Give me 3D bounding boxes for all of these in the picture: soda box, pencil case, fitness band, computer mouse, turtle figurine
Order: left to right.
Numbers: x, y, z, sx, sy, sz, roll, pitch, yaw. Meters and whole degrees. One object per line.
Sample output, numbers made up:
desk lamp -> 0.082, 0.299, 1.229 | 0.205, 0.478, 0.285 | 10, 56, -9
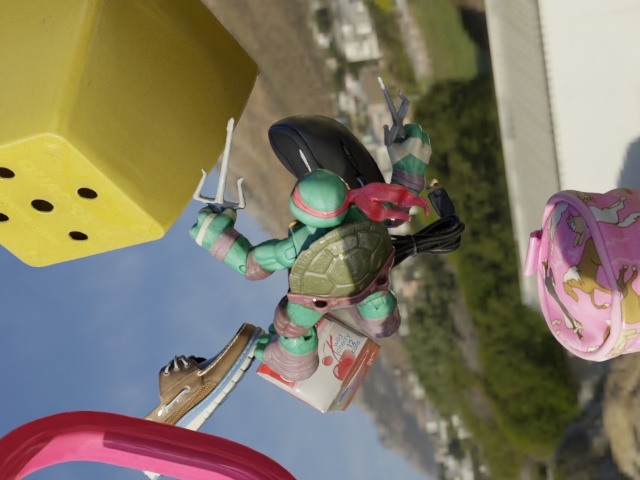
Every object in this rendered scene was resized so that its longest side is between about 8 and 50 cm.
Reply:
fitness band -> -0.136, 0.238, 1.098 | 0.209, 0.291, 0.054 | -83, 11, -46
turtle figurine -> 0.000, 0.000, 0.965 | 0.234, 0.175, 0.118 | 84, 173, -51
soda box -> 0.003, 0.125, 1.490 | 0.092, 0.083, 0.263 | -61, -7, -3
computer mouse -> 0.064, -0.079, 1.664 | 0.262, 0.184, 0.060 | 56, 141, 33
pencil case -> 0.386, 0.002, 1.275 | 0.167, 0.386, 0.160 | 135, 123, -71

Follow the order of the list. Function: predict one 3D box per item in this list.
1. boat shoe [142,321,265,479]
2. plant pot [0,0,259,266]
boat shoe -> -0.127, 0.144, 1.349 | 0.066, 0.183, 0.066 | 39, -178, 4
plant pot -> -0.202, -0.102, 1.119 | 0.212, 0.212, 0.187 | 47, -138, -43
